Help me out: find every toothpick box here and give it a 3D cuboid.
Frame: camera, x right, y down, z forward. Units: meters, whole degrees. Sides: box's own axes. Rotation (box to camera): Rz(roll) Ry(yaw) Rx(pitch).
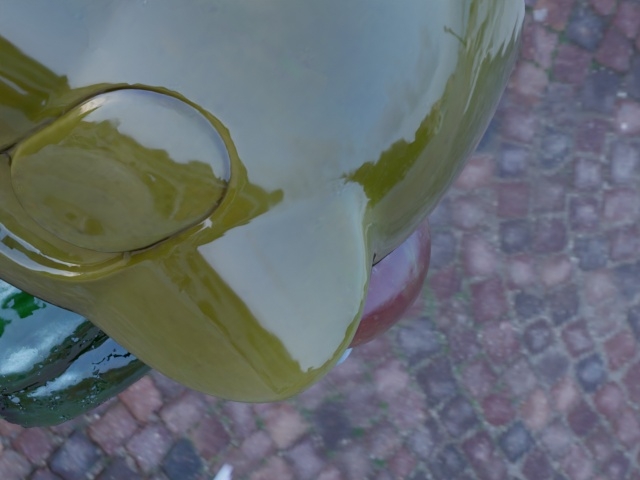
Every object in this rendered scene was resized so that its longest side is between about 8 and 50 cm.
[{"bbox_3d":[-0.084,-0.156,0.765,0.409,0.409,0.425,39,39,-23],"label":"toothpick box"}]

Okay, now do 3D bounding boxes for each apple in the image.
[{"bbox_3d":[0.000,0.000,1.021,0.181,0.168,0.180,-1,93,-17],"label":"apple"}]

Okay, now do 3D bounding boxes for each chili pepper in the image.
[{"bbox_3d":[-0.257,0.039,1.249,0.257,0.233,0.248,-30,75,-1],"label":"chili pepper"}]

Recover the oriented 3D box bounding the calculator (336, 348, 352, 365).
[{"bbox_3d":[0.030,0.001,1.497,0.041,0.185,0.298,10,80,-13],"label":"calculator"}]
